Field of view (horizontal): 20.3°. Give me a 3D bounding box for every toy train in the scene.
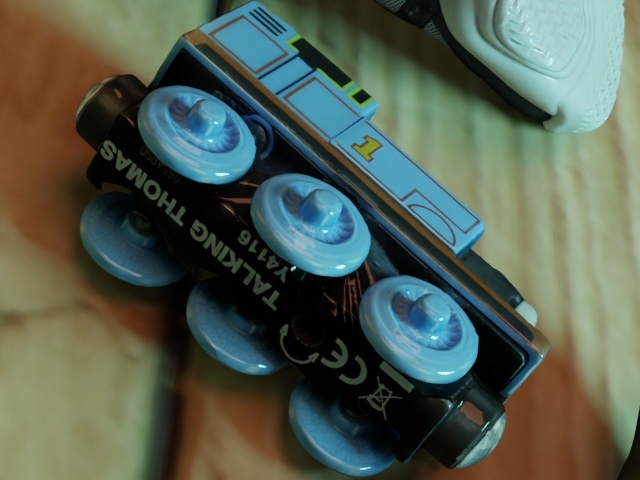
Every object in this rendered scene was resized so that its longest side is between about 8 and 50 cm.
[{"bbox_3d":[0.000,0.000,0.622,0.184,0.080,0.105,41,39,8],"label":"toy train"}]

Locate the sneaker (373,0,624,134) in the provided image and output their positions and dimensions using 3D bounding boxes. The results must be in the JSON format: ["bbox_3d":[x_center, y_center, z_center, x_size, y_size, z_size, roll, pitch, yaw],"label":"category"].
[{"bbox_3d":[0.013,-0.137,0.730,0.268,0.153,0.101,47,51,-38],"label":"sneaker"}]

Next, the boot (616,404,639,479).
[{"bbox_3d":[0.092,0.097,0.586,0.106,0.082,0.219,26,46,-11],"label":"boot"}]
